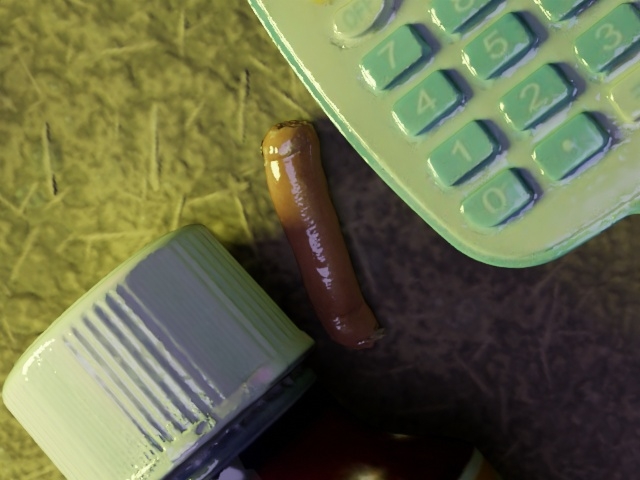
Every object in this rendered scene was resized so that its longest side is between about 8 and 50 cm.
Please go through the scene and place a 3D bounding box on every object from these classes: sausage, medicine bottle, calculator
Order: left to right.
[{"bbox_3d":[-0.011,0.182,0.869,0.242,0.242,0.395,-41,92,21],"label":"medicine bottle"},{"bbox_3d":[0.000,0.000,0.912,0.042,0.036,0.158,-14,106,24],"label":"sausage"},{"bbox_3d":[0.083,-0.170,0.773,0.256,0.054,0.386,-38,77,20],"label":"calculator"}]
